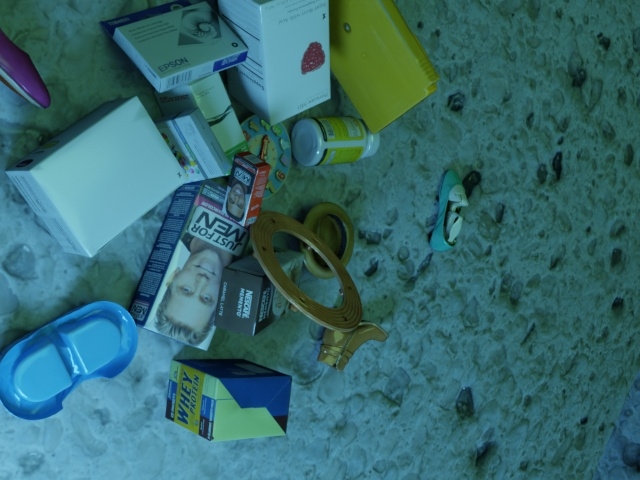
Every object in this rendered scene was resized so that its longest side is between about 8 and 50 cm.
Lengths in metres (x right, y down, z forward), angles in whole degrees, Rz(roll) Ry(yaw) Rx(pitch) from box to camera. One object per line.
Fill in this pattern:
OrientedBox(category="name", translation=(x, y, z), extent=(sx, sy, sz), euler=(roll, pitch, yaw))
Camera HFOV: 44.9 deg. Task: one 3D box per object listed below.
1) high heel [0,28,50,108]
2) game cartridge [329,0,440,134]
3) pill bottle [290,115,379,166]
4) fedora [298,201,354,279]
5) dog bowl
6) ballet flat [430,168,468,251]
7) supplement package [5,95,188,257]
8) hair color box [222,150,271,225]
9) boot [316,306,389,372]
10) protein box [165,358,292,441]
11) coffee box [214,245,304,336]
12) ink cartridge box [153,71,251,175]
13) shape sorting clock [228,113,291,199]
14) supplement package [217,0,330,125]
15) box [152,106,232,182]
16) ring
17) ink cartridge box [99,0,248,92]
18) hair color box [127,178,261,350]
OrientedBox(category="high heel", translation=(-0.578, -0.426, 1.398), extent=(0.181, 0.127, 0.377), euler=(-44, 117, -15))
OrientedBox(category="game cartridge", translation=(0.118, -0.438, 1.808), extent=(0.052, 0.285, 0.324), euler=(-35, 93, -29))
OrientedBox(category="pill bottle", translation=(0.040, -0.249, 1.930), extent=(0.208, 0.119, 0.119), euler=(-9, 100, -38))
OrientedBox(category="fedora", translation=(0.000, 0.000, 1.946), extent=(0.194, 0.079, 0.194), euler=(2, 87, -41))
OrientedBox(category="dog bowl", translation=(-0.513, 0.232, 1.554), extent=(0.297, 0.074, 0.166), euler=(-32, 113, -33))
OrientedBox(category="ballet flat", translation=(0.385, -0.085, 2.246), extent=(0.083, 0.087, 0.247), euler=(17, 83, -38))
OrientedBox(category="supplement package", translation=(-0.438, -0.129, 1.536), extent=(0.262, 0.145, 0.204), euler=(-44, 119, -28))
OrientedBox(category="hair color box", translation=(-0.157, -0.109, 1.637), extent=(0.043, 0.072, 0.141), euler=(-21, 135, -48))
OrientedBox(category="boot", translation=(0.082, 0.277, 2.046), extent=(0.197, 0.073, 0.152), euler=(25, 77, -26))
OrientedBox(category="protein box", translation=(-0.206, 0.349, 1.731), extent=(0.199, 0.201, 0.136), euler=(6, 90, -39))
OrientedBox(category="coffee box", translation=(-0.133, 0.108, 1.748), extent=(0.246, 0.098, 0.141), euler=(-30, 132, -66))
OrientedBox(category="ink cartridge box", translation=(-0.253, -0.249, 1.670), extent=(0.087, 0.153, 0.208), euler=(-36, 116, -34))
OrientedBox(category="shape sorting clock", translation=(-0.140, -0.195, 1.828), extent=(0.206, 0.040, 0.206), euler=(-11, 106, -43))
OrientedBox(category="supplement package", translation=(-0.097, -0.434, 1.681), extent=(0.177, 0.175, 0.293), euler=(-30, 141, -25))
OrientedBox(category="box", translation=(-0.291, -0.192, 1.621), extent=(0.038, 0.186, 0.145), euler=(-50, 123, -40))
OrientedBox(category="ring", translation=(-0.034, 0.070, 1.730), extent=(0.336, 0.337, 0.032), euler=(30, 117, -37))
OrientedBox(category="ink cartridge box", translation=(-0.300, -0.421, 1.595), extent=(0.223, 0.045, 0.224), euler=(-30, 69, -33))
OrientedBox(category="hair color box", translation=(-0.277, 0.049, 1.709), extent=(0.174, 0.105, 0.347), euler=(28, 77, -37))
